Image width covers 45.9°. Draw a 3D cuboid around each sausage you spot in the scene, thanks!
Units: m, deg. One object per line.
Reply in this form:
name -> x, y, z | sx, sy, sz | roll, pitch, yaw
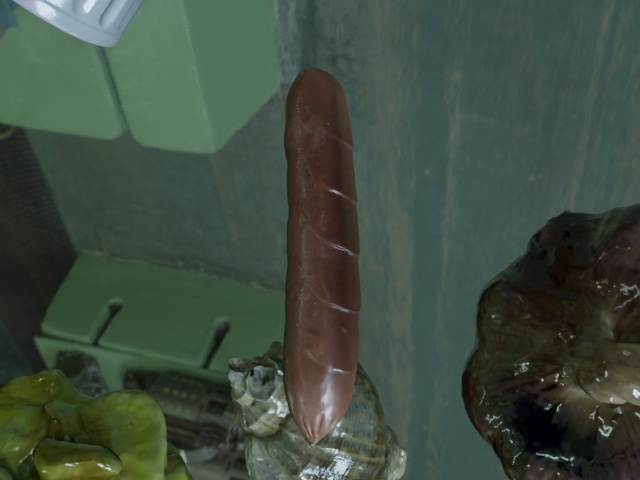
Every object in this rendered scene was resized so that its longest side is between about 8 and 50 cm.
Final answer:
sausage -> 0.000, 0.000, 0.816 | 0.088, 0.432, 0.088 | -1, 160, 0

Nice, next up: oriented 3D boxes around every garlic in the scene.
garlic -> 0.206, 0.083, 0.526 | 0.245, 0.244, 0.161 | -12, 160, 34

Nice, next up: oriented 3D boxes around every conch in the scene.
conch -> 0.009, 0.230, 0.949 | 0.291, 0.210, 0.159 | 26, 128, -17

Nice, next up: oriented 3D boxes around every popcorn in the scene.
popcorn -> -0.163, 0.169, 0.459 | 0.186, 0.167, 0.187 | -3, 139, 35

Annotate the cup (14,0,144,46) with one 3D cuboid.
cup -> -0.171, -0.272, 0.603 | 0.202, 0.221, 0.167 | -49, 144, 15
